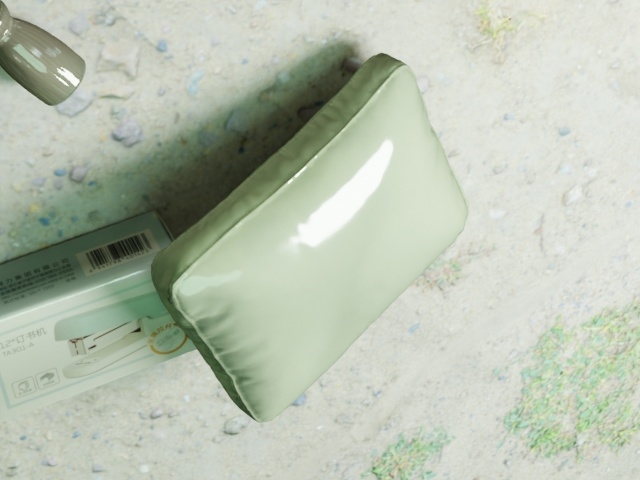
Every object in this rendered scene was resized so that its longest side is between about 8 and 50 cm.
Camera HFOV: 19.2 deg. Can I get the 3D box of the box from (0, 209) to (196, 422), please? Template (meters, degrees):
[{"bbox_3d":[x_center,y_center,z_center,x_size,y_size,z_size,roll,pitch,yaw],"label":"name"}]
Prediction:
[{"bbox_3d":[-0.256,0.083,1.815,0.269,0.079,0.135,-20,133,-13],"label":"box"}]

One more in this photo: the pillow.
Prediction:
[{"bbox_3d":[0.000,0.000,1.821,0.322,0.120,0.255,-44,140,-12],"label":"pillow"}]

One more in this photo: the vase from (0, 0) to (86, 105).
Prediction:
[{"bbox_3d":[-0.254,-0.163,1.632,0.053,0.053,0.100,-43,129,10],"label":"vase"}]
